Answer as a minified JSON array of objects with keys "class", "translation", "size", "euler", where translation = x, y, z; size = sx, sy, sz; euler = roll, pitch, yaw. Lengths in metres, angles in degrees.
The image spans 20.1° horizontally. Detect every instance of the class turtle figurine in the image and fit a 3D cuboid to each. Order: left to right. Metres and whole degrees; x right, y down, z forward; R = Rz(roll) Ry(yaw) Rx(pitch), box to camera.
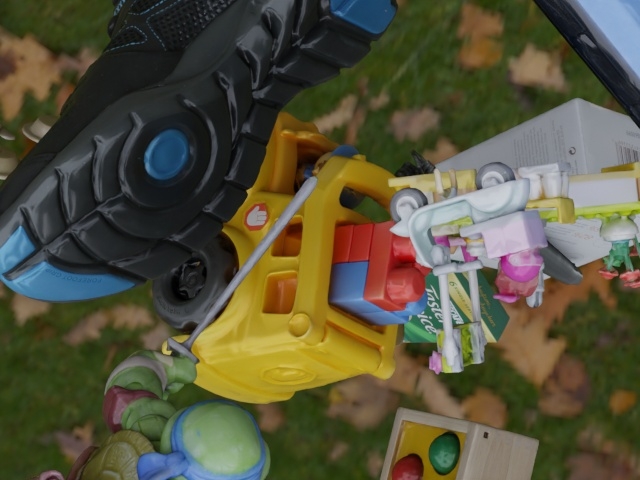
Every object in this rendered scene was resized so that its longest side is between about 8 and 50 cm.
[{"class":"turtle figurine","translation":[-0.059,0.159,0.959],"size":[0.198,0.274,0.266],"euler":[43,127,-1]}]

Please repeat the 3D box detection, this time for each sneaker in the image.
[{"class":"sneaker","translation":[-0.095,-0.096,1.168],"size":[0.140,0.341,0.125],"euler":[28,154,40]}]

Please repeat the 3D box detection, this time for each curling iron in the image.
[{"class":"curling iron","translation":[0.148,-0.013,1.476],"size":[0.274,0.068,0.035],"euler":[26,103,-48]}]

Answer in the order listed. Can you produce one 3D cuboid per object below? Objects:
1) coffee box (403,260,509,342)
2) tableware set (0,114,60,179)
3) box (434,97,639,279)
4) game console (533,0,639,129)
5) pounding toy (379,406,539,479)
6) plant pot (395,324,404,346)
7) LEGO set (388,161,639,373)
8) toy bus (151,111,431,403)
[{"class":"coffee box","translation":[0.100,0.061,1.940],"size":[0.184,0.040,0.113],"euler":[-2,133,38]},{"class":"tableware set","translation":[-0.257,-0.082,1.571],"size":[0.169,0.141,0.020],"euler":[4,115,-28]},{"class":"box","translation":[0.205,-0.040,1.554],"size":[0.130,0.091,0.170],"euler":[13,154,-41]},{"class":"game console","translation":[0.222,-0.078,0.823],"size":[0.250,0.173,0.293],"euler":[-21,128,35]},{"class":"pounding toy","translation":[0.098,0.273,1.757],"size":[0.094,0.206,0.181],"euler":[19,172,-33]},{"class":"plant pot","translation":[-0.023,0.027,1.657],"size":[0.236,0.236,0.032],"euler":[25,104,-5]},{"class":"LEGO set","translation":[0.131,0.012,1.009],"size":[0.132,0.287,0.107],"euler":[-6,89,38]},{"class":"toy bus","translation":[0.000,0.000,1.346],"size":[0.211,0.220,0.149],"euler":[-10,154,38]}]
